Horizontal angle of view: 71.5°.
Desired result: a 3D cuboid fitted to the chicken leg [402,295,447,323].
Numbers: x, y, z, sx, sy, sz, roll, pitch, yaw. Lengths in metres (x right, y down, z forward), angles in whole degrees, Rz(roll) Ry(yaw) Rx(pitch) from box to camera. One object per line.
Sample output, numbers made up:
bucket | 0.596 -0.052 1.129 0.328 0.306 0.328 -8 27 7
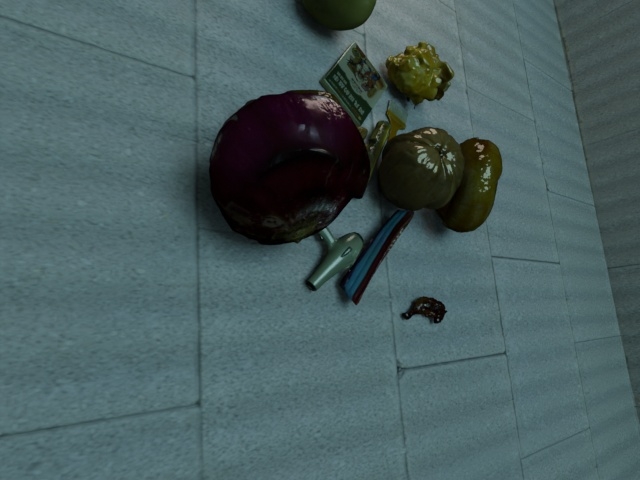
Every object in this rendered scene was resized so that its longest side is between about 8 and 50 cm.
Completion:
chicken leg | 0.361 0.235 1.516 0.219 0.048 0.090 14 67 -37

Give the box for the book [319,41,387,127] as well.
book | 0.122 -0.543 1.540 0.202 0.027 0.264 47 53 -21

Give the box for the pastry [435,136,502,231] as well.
pastry | 0.532 -0.199 1.597 0.163 0.356 0.356 13 67 -4

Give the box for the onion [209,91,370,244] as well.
onion | -0.094 -0.223 1.086 0.398 0.398 0.421 4 52 -39

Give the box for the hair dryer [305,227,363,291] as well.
hair dryer | 0.000 0.032 1.264 0.224 0.088 0.219 31 63 -15

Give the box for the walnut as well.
walnut | 0.328 -0.232 1.469 0.296 0.285 0.285 -43 106 -27

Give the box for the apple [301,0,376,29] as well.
apple | 0.063 -0.816 1.422 0.262 0.262 0.263 12 71 -37

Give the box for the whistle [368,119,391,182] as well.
whistle | 0.166 -0.274 1.484 0.068 0.057 0.327 40 56 -25

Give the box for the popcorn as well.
popcorn | 0.371 -0.629 1.674 0.253 0.191 0.190 39 22 -27

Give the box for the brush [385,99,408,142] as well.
brush | 0.265 -0.385 1.626 0.103 0.013 0.273 29 62 -30

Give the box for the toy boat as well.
toy boat | 0.179 0.040 1.382 0.079 0.136 0.392 34 56 11

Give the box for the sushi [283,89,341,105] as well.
sushi | -0.006 -0.360 1.303 0.287 0.149 0.140 14 73 -42

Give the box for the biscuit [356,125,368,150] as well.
biscuit | 0.072 -0.243 1.354 0.236 0.040 0.144 -50 148 -22
